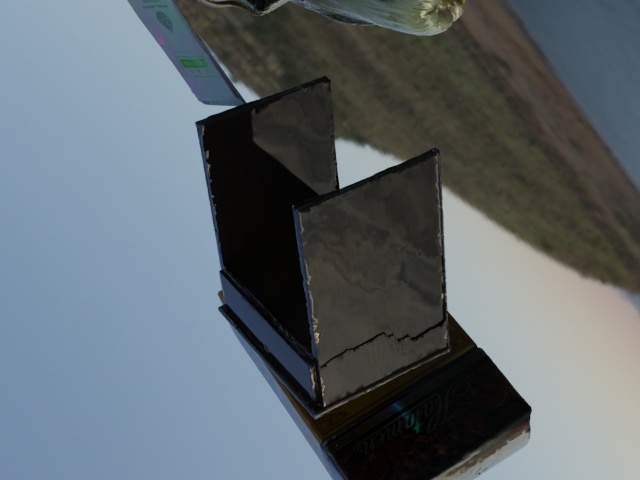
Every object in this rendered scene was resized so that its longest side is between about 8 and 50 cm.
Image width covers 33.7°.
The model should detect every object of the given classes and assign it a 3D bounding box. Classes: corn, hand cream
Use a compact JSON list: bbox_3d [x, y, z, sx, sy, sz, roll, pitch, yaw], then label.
[{"bbox_3d":[0.054,-0.346,1.400,0.123,0.122,0.305,-2,-162,-46],"label":"corn"},{"bbox_3d":[-0.192,-0.270,1.328,0.275,0.050,0.079,55,173,-37],"label":"hand cream"}]

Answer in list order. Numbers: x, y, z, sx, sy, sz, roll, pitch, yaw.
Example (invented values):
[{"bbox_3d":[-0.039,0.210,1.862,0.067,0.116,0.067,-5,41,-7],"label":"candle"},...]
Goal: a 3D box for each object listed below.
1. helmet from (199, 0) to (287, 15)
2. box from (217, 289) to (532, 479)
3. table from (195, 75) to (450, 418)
[{"bbox_3d":[-0.096,-0.453,1.631,0.198,0.224,0.130,72,-171,-64],"label":"helmet"},{"bbox_3d":[0.071,0.178,1.488,0.415,0.264,0.115,53,165,33],"label":"box"},{"bbox_3d":[0.000,0.000,1.234,0.250,0.196,0.282,43,148,47],"label":"table"}]
